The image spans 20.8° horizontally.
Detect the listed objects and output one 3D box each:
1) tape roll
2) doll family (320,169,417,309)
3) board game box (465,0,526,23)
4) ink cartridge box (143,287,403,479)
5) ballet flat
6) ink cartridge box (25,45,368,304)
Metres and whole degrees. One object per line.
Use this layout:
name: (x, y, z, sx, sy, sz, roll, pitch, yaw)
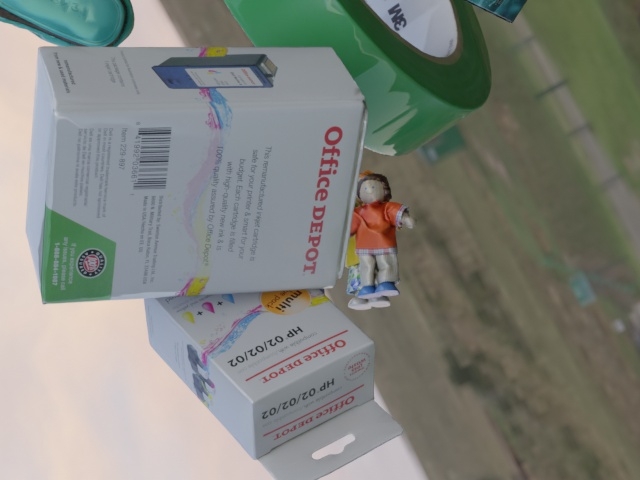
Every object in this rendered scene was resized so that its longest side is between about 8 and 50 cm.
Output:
tape roll: (0.014, -0.223, 1.405, 0.321, 0.077, 0.321, 43, -153, -28)
doll family: (0.000, 0.000, 1.981, 0.118, 0.263, 0.163, 25, -122, -63)
board game box: (0.136, -0.250, 1.191, 0.126, 0.186, 0.026, 19, -157, -39)
ink cartridge box: (-0.033, 0.082, 1.221, 0.181, 0.104, 0.061, 42, 147, 38)
ballet flat: (-0.262, -0.213, 1.366, 0.247, 0.083, 0.087, 25, -177, -8)
ink cartridge box: (-0.087, -0.046, 1.186, 0.093, 0.212, 0.154, -115, 28, -53)
